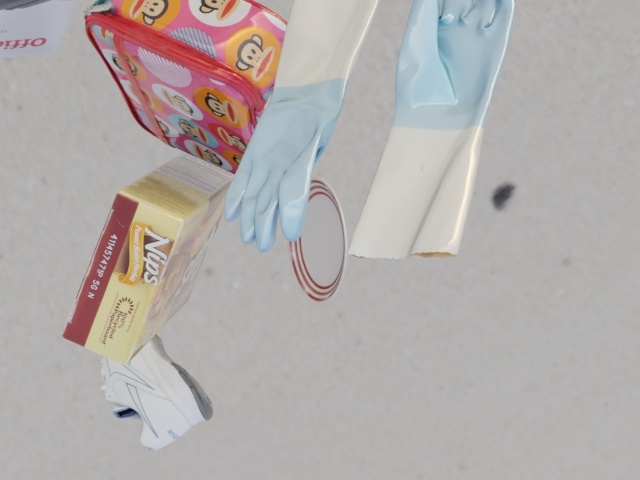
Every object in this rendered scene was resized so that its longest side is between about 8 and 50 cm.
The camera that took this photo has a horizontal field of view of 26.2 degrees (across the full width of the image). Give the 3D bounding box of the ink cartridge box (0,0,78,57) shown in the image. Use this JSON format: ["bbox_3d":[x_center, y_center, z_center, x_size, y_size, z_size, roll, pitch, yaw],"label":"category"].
[{"bbox_3d":[-0.390,-0.347,1.604,0.223,0.129,0.307,-10,156,-32],"label":"ink cartridge box"}]

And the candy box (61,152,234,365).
[{"bbox_3d":[-0.194,0.012,1.631,0.087,0.316,0.183,24,103,2],"label":"candy box"}]

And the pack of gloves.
[{"bbox_3d":[0.024,-0.100,0.930,0.195,0.232,0.046,0,152,34],"label":"pack of gloves"}]

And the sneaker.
[{"bbox_3d":[-0.289,0.192,2.093,0.129,0.297,0.111,-41,146,-2],"label":"sneaker"}]

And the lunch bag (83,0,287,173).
[{"bbox_3d":[-0.138,-0.187,1.527,0.120,0.258,0.293,-59,162,-15],"label":"lunch bag"}]

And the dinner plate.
[{"bbox_3d":[0.000,0.000,1.522,0.017,0.141,0.141,-2,129,-29],"label":"dinner plate"}]
